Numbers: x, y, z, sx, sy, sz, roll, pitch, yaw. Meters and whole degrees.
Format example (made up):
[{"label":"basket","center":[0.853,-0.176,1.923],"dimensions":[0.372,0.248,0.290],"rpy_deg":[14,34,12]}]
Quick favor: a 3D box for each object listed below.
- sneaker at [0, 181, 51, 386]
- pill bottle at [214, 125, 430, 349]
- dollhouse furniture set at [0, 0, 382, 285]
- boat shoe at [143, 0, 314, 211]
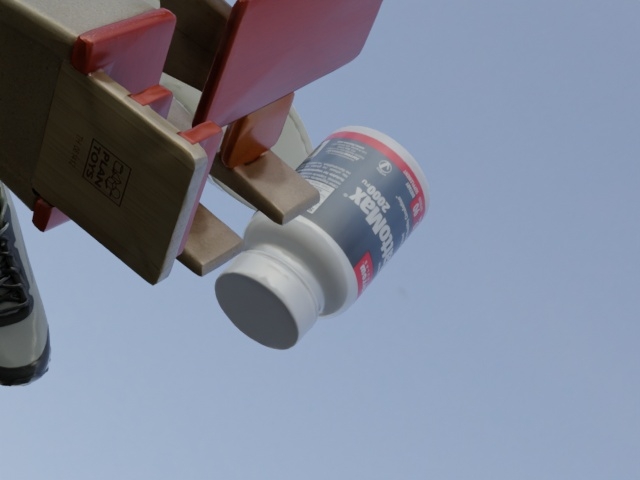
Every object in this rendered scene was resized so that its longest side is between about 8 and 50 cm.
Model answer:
[{"label":"sneaker","center":[-0.348,0.022,1.420],"dimensions":[0.108,0.100,0.271],"rpy_deg":[127,-55,-65]},{"label":"pill bottle","center":[0.000,0.000,1.106],"dimensions":[0.108,0.180,0.108],"rpy_deg":[27,-36,21]},{"label":"dollhouse furniture set","center":[-0.039,-0.088,0.659],"dimensions":[0.135,0.259,0.262],"rpy_deg":[36,-51,17]},{"label":"boat shoe","center":[-0.130,-0.133,1.287],"dimensions":[0.096,0.117,0.324],"rpy_deg":[3,-31,50]}]
